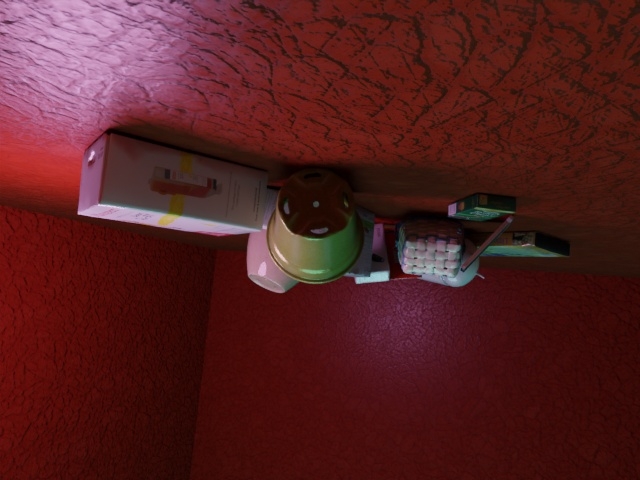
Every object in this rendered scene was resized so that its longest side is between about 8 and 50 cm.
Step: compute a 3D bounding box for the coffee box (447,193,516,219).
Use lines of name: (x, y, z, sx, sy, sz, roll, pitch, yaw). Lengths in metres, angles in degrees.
coffee box: (0.439, -0.088, 1.261, 0.113, 0.040, 0.184, 7, 174, -9)

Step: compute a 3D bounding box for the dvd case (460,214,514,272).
dvd case: (0.537, 0.016, 1.486, 0.018, 0.221, 0.164, 44, -175, 17)

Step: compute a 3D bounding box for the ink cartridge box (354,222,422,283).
ink cartridge box: (0.242, 0.038, 1.715, 0.239, 0.275, 0.060, -6, 130, 7)

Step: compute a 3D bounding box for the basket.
basket: (0.378, 0.008, 1.597, 0.254, 0.201, 0.289, 5, -152, 13)

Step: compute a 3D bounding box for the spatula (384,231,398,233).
spatula: (0.336, -0.016, 2.060, 0.084, 0.030, 0.296, 4, 174, 22)

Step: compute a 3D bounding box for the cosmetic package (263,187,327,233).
cosmetic package: (-0.088, -0.075, 1.351, 0.231, 0.117, 0.085, 13, 175, 4)

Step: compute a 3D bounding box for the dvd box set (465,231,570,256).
dvd box set: (0.750, 0.020, 1.891, 0.307, 0.062, 0.420, 11, 172, -38)

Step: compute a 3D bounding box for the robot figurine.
robot figurine: (0.480, 0.072, 1.837, 0.353, 0.200, 0.300, 11, 149, 44)

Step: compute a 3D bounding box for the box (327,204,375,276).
box: (0.069, -0.002, 1.508, 0.126, 0.231, 0.262, 1, 173, 32)

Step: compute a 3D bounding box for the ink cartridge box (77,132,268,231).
ink cartridge box: (-0.368, -0.118, 1.139, 0.384, 0.160, 0.279, 10, 172, -36)

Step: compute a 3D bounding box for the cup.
cup: (-0.176, 0.078, 1.917, 0.331, 0.237, 0.331, 20, 157, 9)

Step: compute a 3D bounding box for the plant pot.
plant pot: (-0.012, -0.052, 1.161, 0.276, 0.276, 0.254, 5, 162, 1)
